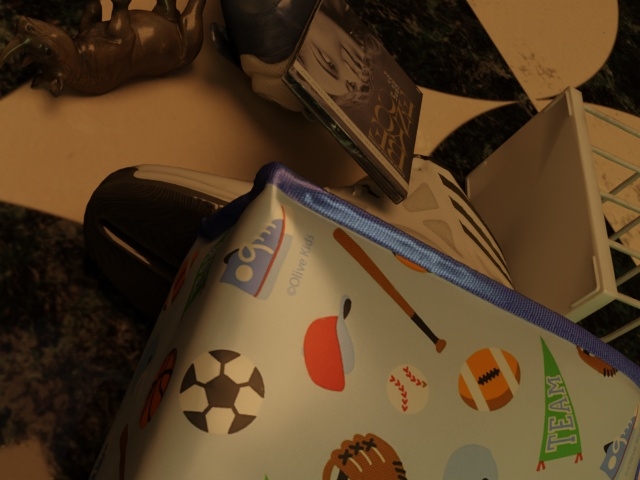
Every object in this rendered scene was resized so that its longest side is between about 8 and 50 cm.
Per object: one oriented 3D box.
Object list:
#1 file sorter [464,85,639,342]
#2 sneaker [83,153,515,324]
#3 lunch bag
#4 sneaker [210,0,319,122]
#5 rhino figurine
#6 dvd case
[{"bbox_3d":[0.295,0.012,0.961,0.173,0.193,0.278,21,50,-21],"label":"file sorter"},{"bbox_3d":[0.000,0.001,0.847,0.447,0.169,0.258,22,36,-16],"label":"sneaker"},{"bbox_3d":[0.044,0.187,0.599,0.385,0.239,0.328,25,74,-16],"label":"lunch bag"},{"bbox_3d":[-0.038,-0.260,1.020,0.323,0.130,0.236,-73,148,-71],"label":"sneaker"},{"bbox_3d":[-0.217,-0.207,0.872,0.073,0.106,0.243,28,40,35],"label":"rhino figurine"},{"bbox_3d":[0.041,-0.155,0.852,0.164,0.018,0.221,46,32,-21],"label":"dvd case"}]
